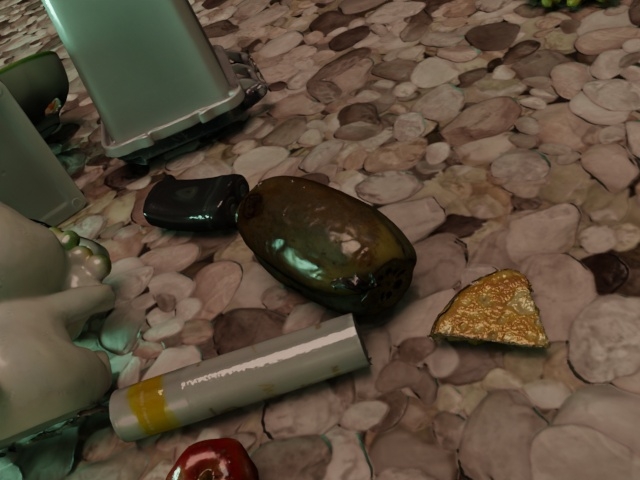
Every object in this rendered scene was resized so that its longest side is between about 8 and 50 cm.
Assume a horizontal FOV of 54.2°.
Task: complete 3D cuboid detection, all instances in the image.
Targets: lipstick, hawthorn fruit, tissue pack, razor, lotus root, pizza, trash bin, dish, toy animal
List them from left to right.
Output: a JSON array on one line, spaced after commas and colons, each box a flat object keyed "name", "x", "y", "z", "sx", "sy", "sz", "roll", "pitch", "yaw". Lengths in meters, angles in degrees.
[{"name": "toy animal", "x": -0.362, "y": 0.073, "z": 0.658, "sx": 0.182, "sy": 0.310, "sz": 0.247, "roll": -27, "pitch": -7, "yaw": 23}, {"name": "tissue pack", "x": -0.504, "y": -0.127, "z": 0.964, "sx": 0.159, "sy": 0.246, "sz": 0.136, "roll": -38, "pitch": 44, "yaw": -18}, {"name": "dish", "x": -0.577, "y": -0.201, "z": 1.140, "sx": 0.324, "sy": 0.124, "sz": 0.324, "roll": -32, "pitch": 17, "yaw": 11}, {"name": "trash bin", "x": -0.280, "y": -0.347, "z": 1.008, "sx": 0.295, "sy": 0.368, "sz": 0.256, "roll": -22, "pitch": 40, "yaw": -1}, {"name": "razor", "x": -0.176, "y": -0.052, "z": 0.885, "sx": 0.148, "sy": 0.054, "sz": 0.090, "roll": 1, "pitch": 46, "yaw": 25}, {"name": "hawthorn fruit", "x": -0.094, "y": 0.212, "z": 0.540, "sx": 0.093, "sy": 0.093, "sz": 0.093, "roll": -12, "pitch": 42, "yaw": 11}, {"name": "lipstick", "x": -0.081, "y": 0.139, "z": 0.635, "sx": 0.263, "sy": 0.059, "sz": 0.059, "roll": -19, "pitch": 41, "yaw": 4}, {"name": "lotus root", "x": 0.000, "y": 0.000, "z": 0.699, "sx": 0.123, "sy": 0.124, "sz": 0.241, "roll": -43, "pitch": 48, "yaw": -19}, {"name": "pizza", "x": 0.175, "y": 0.082, "z": 0.611, "sx": 0.123, "sy": 0.026, "sz": 0.108, "roll": -34, "pitch": 45, "yaw": -17}]

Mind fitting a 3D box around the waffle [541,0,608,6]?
[{"name": "waffle", "x": 0.455, "y": -0.471, "z": 1.059, "sx": 0.253, "sy": 0.056, "sz": 0.249, "roll": 0, "pitch": 45, "yaw": 26}]

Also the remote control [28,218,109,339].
[{"name": "remote control", "x": -0.426, "y": 0.032, "z": 0.834, "sx": 0.296, "sy": 0.056, "sz": 0.140, "roll": 15, "pitch": 76, "yaw": 19}]
